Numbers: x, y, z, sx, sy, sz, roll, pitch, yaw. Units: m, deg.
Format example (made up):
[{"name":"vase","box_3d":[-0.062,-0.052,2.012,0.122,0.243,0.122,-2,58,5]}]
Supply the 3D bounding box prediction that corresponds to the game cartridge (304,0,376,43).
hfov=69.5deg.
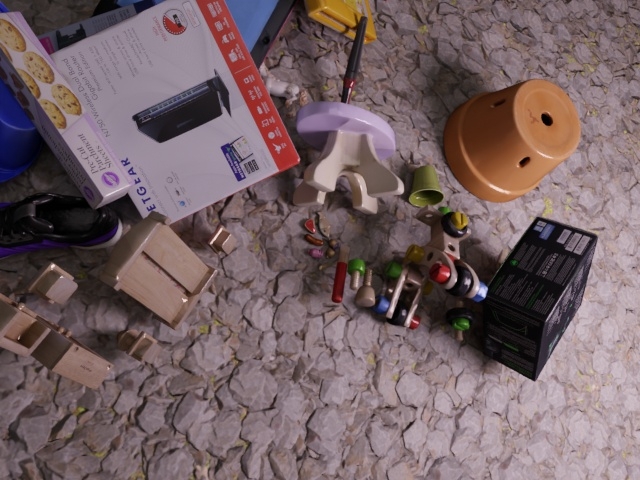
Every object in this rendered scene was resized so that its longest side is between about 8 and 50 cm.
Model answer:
[{"name":"game cartridge","box_3d":[0.023,-0.629,1.026,0.285,0.053,0.323,-18,98,-60]}]

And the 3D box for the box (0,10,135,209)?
[{"name":"box","box_3d":[-0.426,-0.207,0.747,0.067,0.063,0.324,-38,100,-43]}]

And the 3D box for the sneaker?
[{"name":"sneaker","box_3d":[-0.496,-0.032,0.775,0.294,0.146,0.102,-8,82,-21]}]

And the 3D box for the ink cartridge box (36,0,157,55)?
[{"name":"ink cartridge box","box_3d":[-0.380,-0.336,0.881,0.311,0.065,0.185,-21,88,-7]}]

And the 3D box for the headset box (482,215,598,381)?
[{"name":"headset box","box_3d":[0.480,0.138,1.025,0.246,0.131,0.283,-47,140,-21]}]

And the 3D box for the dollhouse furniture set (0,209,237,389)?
[{"name":"dollhouse furniture set","box_3d":[-0.353,0.035,0.776,0.174,0.303,0.355,21,66,25]}]

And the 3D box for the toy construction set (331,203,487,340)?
[{"name":"toy construction set","box_3d":[0.192,0.042,0.996,0.309,0.257,0.237,9,57,1]}]

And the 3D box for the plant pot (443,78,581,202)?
[{"name":"plant pot","box_3d":[0.486,-0.258,1.140,0.291,0.203,0.290,4,78,-20]}]

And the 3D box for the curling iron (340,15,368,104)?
[{"name":"curling iron","box_3d":[0.080,-0.366,1.058,0.068,0.035,0.273,2,101,-15]}]

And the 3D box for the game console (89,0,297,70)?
[{"name":"game console","box_3d":[-0.249,-0.481,0.948,0.342,0.060,0.386,29,85,-8]}]

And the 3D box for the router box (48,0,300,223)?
[{"name":"router box","box_3d":[-0.243,-0.228,0.829,0.301,0.082,0.335,-27,104,-2]}]

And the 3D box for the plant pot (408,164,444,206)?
[{"name":"plant pot","box_3d":[0.251,-0.134,1.105,0.083,0.083,0.079,11,62,-17]}]

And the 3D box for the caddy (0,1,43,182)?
[{"name":"caddy","box_3d":[-0.615,-0.260,0.770,0.241,0.179,0.341,-23,89,-45]}]

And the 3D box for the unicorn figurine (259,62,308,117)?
[{"name":"unicorn figurine","box_3d":[-0.103,-0.343,1.033,0.162,0.060,0.111,20,63,-28]}]

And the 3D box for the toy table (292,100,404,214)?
[{"name":"toy table","box_3d":[0.056,-0.159,0.959,0.274,0.252,0.160,13,75,-43]}]

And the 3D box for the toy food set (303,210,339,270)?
[{"name":"toy food set","box_3d":[0.000,0.000,1.012,0.078,0.019,0.122,-23,87,-22]}]
